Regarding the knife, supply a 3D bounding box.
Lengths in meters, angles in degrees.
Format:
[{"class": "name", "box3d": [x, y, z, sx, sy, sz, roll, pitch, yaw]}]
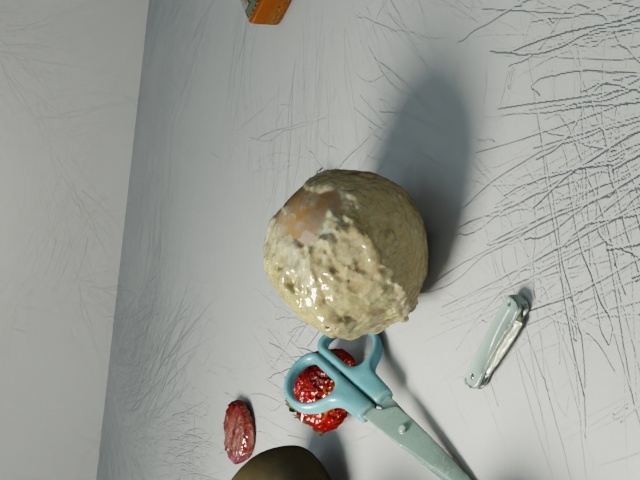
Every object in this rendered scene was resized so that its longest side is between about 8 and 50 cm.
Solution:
[{"class": "knife", "box3d": [0.240, 0.142, 1.215, 0.044, 0.023, 0.162, 58, 137, 45]}]

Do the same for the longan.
[{"class": "longan", "box3d": [-0.073, 0.493, 1.606, 0.248, 0.248, 0.248, -176, 90, -65]}]

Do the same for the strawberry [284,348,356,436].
[{"class": "strawberry", "box3d": [0.007, 0.263, 1.594, 0.148, 0.131, 0.131, -54, 26, -7]}]

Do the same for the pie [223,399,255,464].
[{"class": "pie", "box3d": [-0.189, 0.439, 2.057, 0.154, 0.036, 0.154, -176, 90, -65]}]

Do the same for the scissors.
[{"class": "scissors", "box3d": [0.107, 0.276, 1.396, 0.447, 0.192, 0.029, 36, 163, 49]}]

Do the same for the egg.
[{"class": "egg", "box3d": [0.043, 0.021, 1.386, 0.310, 0.279, 0.279, 81, -175, -74]}]

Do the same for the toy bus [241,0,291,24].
[{"class": "toy bus", "box3d": [-0.059, -0.618, 1.876, 0.409, 0.093, 0.092, -50, 51, 52]}]
